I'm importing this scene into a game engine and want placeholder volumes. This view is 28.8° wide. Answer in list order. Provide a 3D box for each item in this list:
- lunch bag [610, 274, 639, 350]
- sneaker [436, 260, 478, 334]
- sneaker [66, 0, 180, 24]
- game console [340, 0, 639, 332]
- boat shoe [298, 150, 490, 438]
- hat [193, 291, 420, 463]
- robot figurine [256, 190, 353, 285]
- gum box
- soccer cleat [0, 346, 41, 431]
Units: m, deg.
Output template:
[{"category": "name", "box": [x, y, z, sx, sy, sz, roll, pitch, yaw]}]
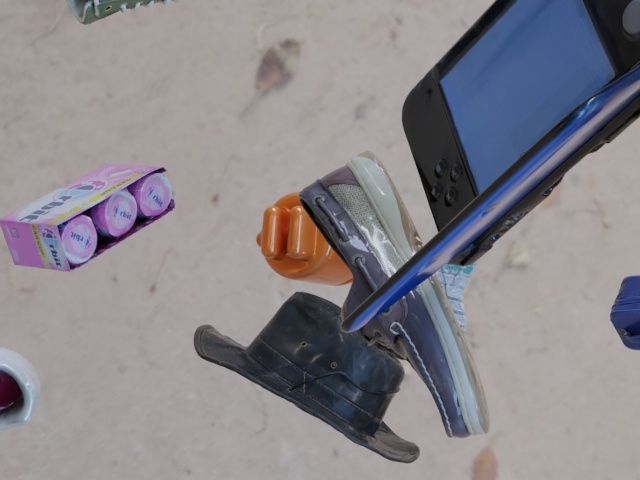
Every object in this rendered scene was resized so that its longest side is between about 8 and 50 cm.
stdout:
[{"category": "lunch bag", "box": [0.359, 0.079, 1.342, 0.067, 0.098, 0.065, 56, 44, -27]}, {"category": "sneaker", "box": [0.153, 0.058, 1.579, 0.065, 0.076, 0.166, 18, 71, -11]}, {"category": "sneaker", "box": [-0.119, -0.166, 0.737, 0.192, 0.086, 0.064, 18, 14, -48]}, {"category": "game console", "box": [0.122, -0.099, 0.941, 0.173, 0.293, 0.250, 6, 54, -35]}, {"category": "boat shoe", "box": [0.062, 0.053, 1.094, 0.092, 0.103, 0.285, -24, 64, 3]}, {"category": "hat", "box": [0.007, 0.150, 1.599, 0.331, 0.331, 0.134, 27, 93, -19]}, {"category": "robot figurine", "box": [0.002, 0.001, 1.777, 0.219, 0.158, 0.128, 13, 41, -59]}, {"category": "gum box", "box": [-0.274, -0.033, 1.499, 0.188, 0.107, 0.062, -36, 120, -43]}, {"category": "soccer cleat", "box": [-0.465, 0.159, 1.342, 0.331, 0.143, 0.116, 0, 99, -23]}]
